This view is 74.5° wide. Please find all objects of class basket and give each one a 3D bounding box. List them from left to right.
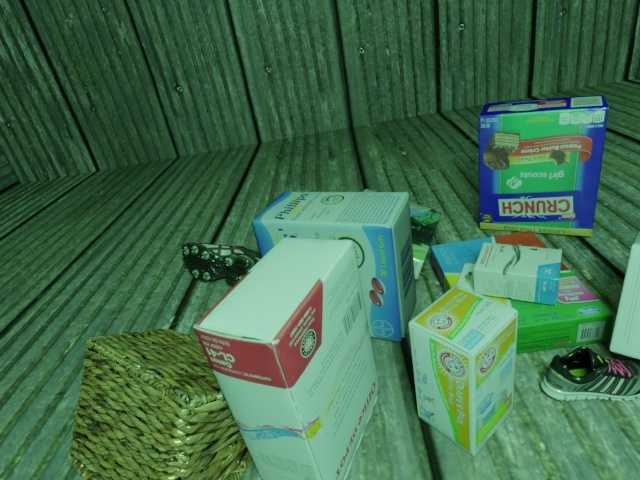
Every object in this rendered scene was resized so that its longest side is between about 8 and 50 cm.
[{"bbox_3d":[-0.243,0.296,0.705,0.299,0.223,0.213,10,2,35],"label":"basket"}]

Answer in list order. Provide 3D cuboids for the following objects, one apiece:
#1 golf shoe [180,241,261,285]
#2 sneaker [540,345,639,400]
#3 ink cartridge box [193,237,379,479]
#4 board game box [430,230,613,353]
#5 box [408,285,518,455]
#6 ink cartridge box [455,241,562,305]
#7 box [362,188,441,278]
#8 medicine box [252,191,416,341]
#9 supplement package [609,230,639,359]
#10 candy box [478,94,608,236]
[{"bbox_3d":[-0.266,0.059,1.168,0.272,0.105,0.120,12,20,27],"label":"golf shoe"},{"bbox_3d":[0.433,0.201,0.651,0.170,0.075,0.063,-7,28,7],"label":"sneaker"},{"bbox_3d":[-0.022,0.179,0.612,0.131,0.306,0.226,4,31,27],"label":"ink cartridge box"},{"bbox_3d":[0.385,0.096,0.873,0.242,0.064,0.317,-9,28,4],"label":"board game box"},{"bbox_3d":[0.211,0.188,0.619,0.114,0.203,0.103,-29,33,-30],"label":"box"},{"bbox_3d":[0.361,0.058,0.816,0.180,0.060,0.104,6,33,29],"label":"ink cartridge box"},{"bbox_3d":[0.175,-0.032,1.089,0.232,0.059,0.322,19,31,14],"label":"box"},{"bbox_3d":[0.039,0.046,0.879,0.289,0.264,0.149,3,31,25],"label":"medicine box"},{"bbox_3d":[0.618,0.104,0.614,0.292,0.178,0.175,13,16,37],"label":"supplement package"},{"bbox_3d":[0.541,-0.180,1.056,0.268,0.317,0.122,5,33,29],"label":"candy box"}]
